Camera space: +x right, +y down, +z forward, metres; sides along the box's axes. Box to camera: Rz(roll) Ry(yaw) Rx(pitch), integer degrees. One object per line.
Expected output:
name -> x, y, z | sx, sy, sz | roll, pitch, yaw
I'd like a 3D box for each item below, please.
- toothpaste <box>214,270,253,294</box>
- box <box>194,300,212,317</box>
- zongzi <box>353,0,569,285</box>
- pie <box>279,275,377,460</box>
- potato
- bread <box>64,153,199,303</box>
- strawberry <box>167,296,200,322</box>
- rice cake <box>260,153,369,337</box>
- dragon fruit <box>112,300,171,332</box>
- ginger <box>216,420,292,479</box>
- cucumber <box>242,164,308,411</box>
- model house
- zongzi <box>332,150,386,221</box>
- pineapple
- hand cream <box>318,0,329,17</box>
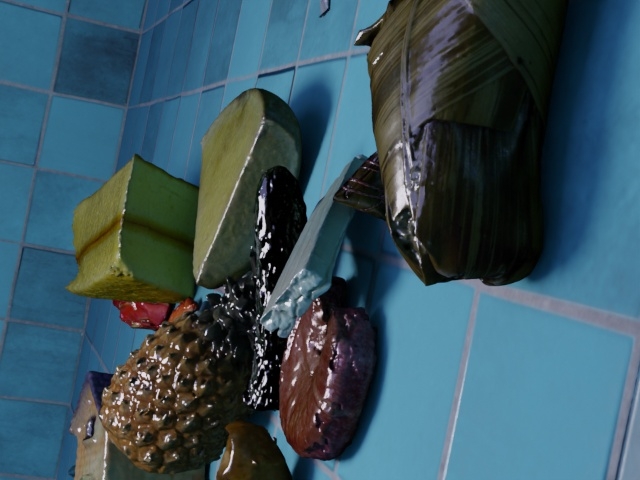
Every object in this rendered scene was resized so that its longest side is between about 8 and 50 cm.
toothpaste -> -0.145, 0.055, 1.741 | 0.301, 0.048, 0.075 | -167, 84, -74
box -> -0.149, 0.135, 1.629 | 0.054, 0.099, 0.074 | -81, 11, -63
zongzi -> 0.147, -0.133, 0.851 | 0.288, 0.134, 0.285 | -45, 44, 48
pie -> 0.003, 0.143, 1.222 | 0.219, 0.054, 0.204 | -160, 82, -72
potato -> -0.085, -0.095, 1.543 | 0.255, 0.112, 0.269 | 131, 144, -49
bread -> -0.425, -0.005, 2.105 | 0.362, 0.245, 0.233 | -4, 72, 33
strawberry -> -0.260, 0.166, 2.025 | 0.152, 0.048, 0.103 | -43, 31, 40
rice cake -> 0.000, 0.000, 1.229 | 0.124, 0.038, 0.211 | -51, 11, 41
dragon fruit -> -0.383, 0.097, 2.302 | 0.163, 0.189, 0.261 | -54, 2, -27
ginger -> -0.102, 0.366, 1.336 | 0.133, 0.107, 0.309 | 52, 134, 49
cucumber -> -0.048, 0.058, 1.341 | 0.072, 0.081, 0.303 | 15, 104, 47
model house -> -0.329, 0.357, 1.797 | 0.312, 0.245, 0.280 | -29, 56, 55
zongzi -> 0.060, -0.075, 1.181 | 0.073, 0.067, 0.083 | 116, 175, -56
pineapple -> -0.152, 0.154, 1.496 | 0.362, 0.202, 0.202 | -57, 26, 25
hand cream -> 0.007, -0.369, 1.574 | 0.030, 0.019, 0.093 | 146, 125, -63
